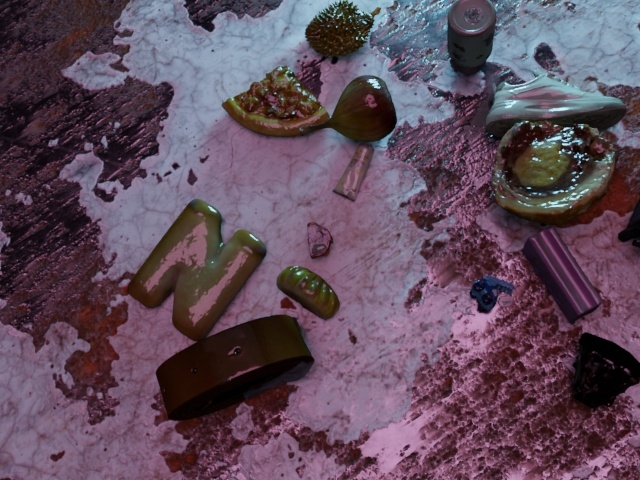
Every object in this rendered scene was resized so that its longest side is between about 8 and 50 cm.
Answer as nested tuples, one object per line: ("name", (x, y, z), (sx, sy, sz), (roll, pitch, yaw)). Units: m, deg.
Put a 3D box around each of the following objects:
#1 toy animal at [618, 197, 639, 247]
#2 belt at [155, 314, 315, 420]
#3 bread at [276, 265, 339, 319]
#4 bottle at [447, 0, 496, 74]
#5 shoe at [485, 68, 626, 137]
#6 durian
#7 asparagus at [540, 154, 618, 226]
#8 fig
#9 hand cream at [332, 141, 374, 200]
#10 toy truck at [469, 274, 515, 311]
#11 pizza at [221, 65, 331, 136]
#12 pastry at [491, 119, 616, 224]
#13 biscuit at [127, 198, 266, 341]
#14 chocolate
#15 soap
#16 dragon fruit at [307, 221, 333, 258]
("toy animal", (0.741, -0.053, 1.730), (0.117, 0.121, 0.210), (-19, 44, 46))
("belt", (-0.185, 0.279, 1.656), (0.338, 0.217, 0.122), (-24, 67, 3))
("bread", (-0.032, 0.110, 1.752), (0.157, 0.094, 0.083), (32, 84, 22))
("bottle", (0.353, -0.472, 1.797), (0.110, 0.233, 0.110), (-2, 75, 9))
("shoe", (0.544, -0.334, 1.801), (0.316, 0.124, 0.159), (-4, 67, 5))
("durian", (0.065, -0.542, 1.922), (0.208, 0.102, 0.146), (-24, 67, -5))
("asparagus", (0.602, -0.114, 1.778), (0.248, 0.024, 0.025), (-43, 32, -6))
("fig", (0.077, -0.293, 1.840), (0.230, 0.143, 0.160), (-32, 71, 25))
("hand cream", (0.084, -0.170, 1.847), (0.061, 0.039, 0.143), (24, 83, 10))
("toy truck", (0.389, 0.114, 1.724), (0.090, 0.056, 0.073), (-22, 67, -13))
("pizza", (-0.103, -0.354, 1.906), (0.292, 0.058, 0.197), (12, 76, 10))
("pastry", (0.519, -0.131, 1.710), (0.256, 0.170, 0.237), (9, 68, 24))
("biscuit", (-0.293, 0.066, 1.807), (0.237, 0.062, 0.291), (35, 82, 14))
("chocolate", (0.589, 0.291, 1.627), (0.156, 0.156, 0.133), (30, 107, 14))
("soap", (0.530, 0.076, 1.681), (0.065, 0.122, 0.203), (-29, 72, -1))
("dragon fruit", (0.000, 0.000, 1.796), (0.060, 0.056, 0.083), (-8, 78, 6))
